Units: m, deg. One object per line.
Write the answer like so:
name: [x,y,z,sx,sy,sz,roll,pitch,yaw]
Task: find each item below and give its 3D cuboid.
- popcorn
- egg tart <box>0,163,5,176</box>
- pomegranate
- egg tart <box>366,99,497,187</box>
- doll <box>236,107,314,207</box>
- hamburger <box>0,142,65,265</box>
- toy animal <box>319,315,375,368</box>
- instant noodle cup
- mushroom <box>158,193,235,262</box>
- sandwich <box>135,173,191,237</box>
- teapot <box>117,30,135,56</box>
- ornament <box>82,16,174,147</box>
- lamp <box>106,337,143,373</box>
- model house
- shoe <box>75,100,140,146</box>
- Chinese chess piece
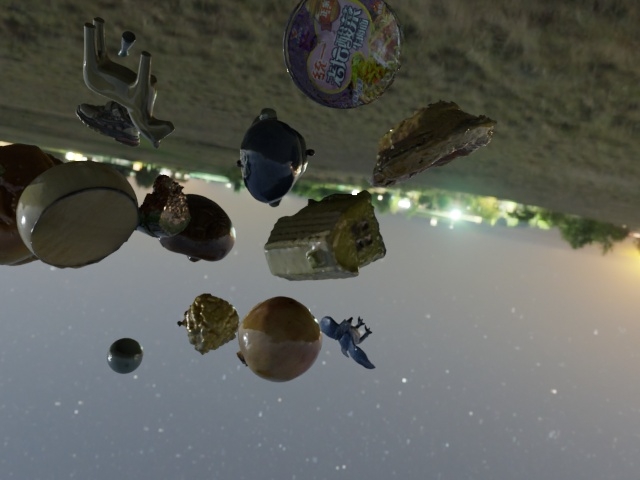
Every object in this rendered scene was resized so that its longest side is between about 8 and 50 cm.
popcorn: [-0.321,0.237,1.982,0.170,0.179,0.180,8,-176,-21]
egg tart: [-0.764,-0.141,1.451,0.197,0.078,0.197,7,-170,-1]
pomegranate: [-0.089,0.217,1.488,0.191,0.191,0.191,9,-176,-1]
egg tart: [0.262,-0.246,1.705,0.352,0.149,0.352,-25,177,-1]
doll: [-0.108,-0.178,1.529,0.154,0.227,0.258,1,-167,14]
hamburger: [-0.752,-0.086,1.667,0.315,0.289,0.170,-18,169,5]
toy animal: [0.078,0.310,2.195,0.176,0.255,0.239,-25,-127,-37]
instant noodle cup: [0.096,-0.558,1.956,0.340,0.339,0.266,11,-157,15]
mushroom: [-0.342,-0.041,1.923,0.232,0.194,0.138,9,167,-28]
sandwich: [-0.382,-0.075,1.735,0.079,0.159,0.235,17,173,10]
teapot: [-0.628,-0.631,2.220,0.043,0.042,0.111,8,163,-25]
ornament: [-0.418,-0.333,1.516,0.230,0.244,0.061,27,-134,7]
lamp: [-0.569,0.336,2.005,0.105,0.105,0.105,9,-176,-1]
model house: [0.000,0.000,1.504,0.194,0.174,0.234,-4,-169,35]
shoe: [-0.540,-0.318,1.791,0.180,0.092,0.089,28,-167,-23]
Chinese chess piece: [-0.528,-0.056,1.509,0.257,0.257,0.104,5,-141,-49]
